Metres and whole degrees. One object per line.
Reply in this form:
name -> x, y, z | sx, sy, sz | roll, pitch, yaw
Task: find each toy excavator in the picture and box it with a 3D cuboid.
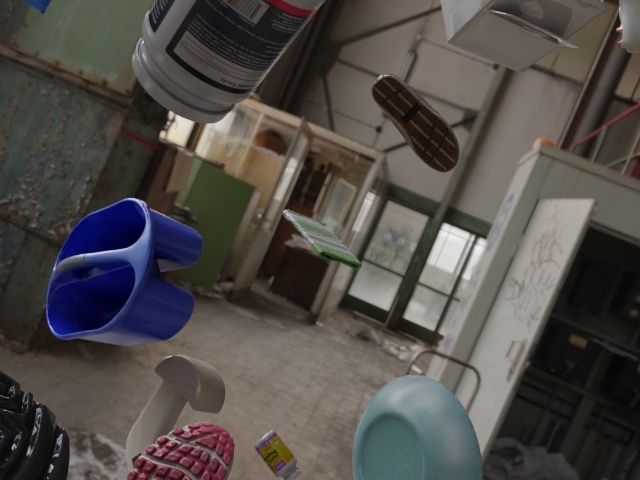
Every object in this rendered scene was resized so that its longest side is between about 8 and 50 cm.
toy excavator -> -0.306, 0.484, 1.091 | 0.445, 0.433, 0.222 | 59, 11, 29

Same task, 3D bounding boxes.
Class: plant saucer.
plant saucer -> 0.089, 0.245, 0.685 | 0.038, 0.194, 0.195 | 16, 5, -36

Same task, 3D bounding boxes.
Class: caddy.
caddy -> -0.370, 0.060, 1.112 | 0.341, 0.241, 0.179 | -14, -27, 40

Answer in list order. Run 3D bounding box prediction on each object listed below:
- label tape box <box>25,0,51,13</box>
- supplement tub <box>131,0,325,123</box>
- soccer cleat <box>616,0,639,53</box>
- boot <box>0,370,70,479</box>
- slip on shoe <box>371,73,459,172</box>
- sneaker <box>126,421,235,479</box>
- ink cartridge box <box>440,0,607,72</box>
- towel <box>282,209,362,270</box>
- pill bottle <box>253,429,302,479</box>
label tape box -> -0.525, -0.573, 1.085 | 0.115, 0.249, 0.348 | 35, 2, 25
supplement tub -> -0.136, -0.322, 0.900 | 0.191, 0.272, 0.191 | 29, 37, -25
soccer cleat -> 0.577, -0.443, 1.130 | 0.076, 0.196, 0.068 | -3, 16, 38
boot -> -0.440, 0.181, 0.373 | 0.367, 0.445, 0.146 | 47, 11, -11
slip on shoe -> 0.112, -0.138, 0.725 | 0.135, 0.051, 0.041 | 44, 20, -5
sneaker -> -0.217, 0.380, 0.835 | 0.121, 0.299, 0.112 | 31, -9, 24
ink cartridge box -> 0.158, -0.217, 0.510 | 0.092, 0.143, 0.090 | 10, -25, -29
towel -> 0.000, 0.000, 1.161 | 0.113, 0.023, 0.152 | 19, 21, -40
pill bottle -> -0.068, 0.353, 1.010 | 0.083, 0.043, 0.043 | 49, 8, 13
